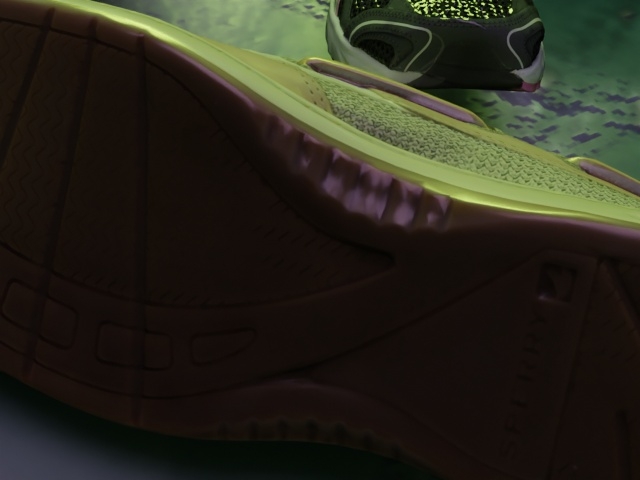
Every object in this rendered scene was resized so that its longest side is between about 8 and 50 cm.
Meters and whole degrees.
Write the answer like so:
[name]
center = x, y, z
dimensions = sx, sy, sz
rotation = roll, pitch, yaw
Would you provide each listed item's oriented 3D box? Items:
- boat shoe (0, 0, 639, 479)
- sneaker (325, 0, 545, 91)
[boat shoe]
center = 0.000, 0.000, 0.443
dimensions = 0.302, 0.109, 0.098
rotation = 17, 15, 10
[sneaker]
center = 0.034, -0.113, 0.516
dimensions = 0.072, 0.077, 0.178
rotation = -3, 34, -6
